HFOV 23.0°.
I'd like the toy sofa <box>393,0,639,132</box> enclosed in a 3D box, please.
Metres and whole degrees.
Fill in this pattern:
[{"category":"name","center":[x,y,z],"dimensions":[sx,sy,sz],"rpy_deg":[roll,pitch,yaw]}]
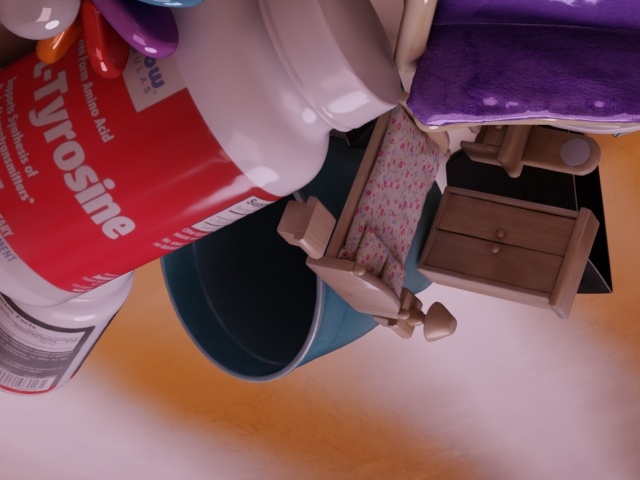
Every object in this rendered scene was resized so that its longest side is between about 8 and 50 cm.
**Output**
[{"category":"toy sofa","center":[0.251,-0.201,1.393],"dimensions":[0.362,0.177,0.150],"rpy_deg":[2,158,-3]}]

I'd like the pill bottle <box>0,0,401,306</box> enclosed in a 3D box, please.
[{"category":"pill bottle","center":[-0.142,-0.114,1.459],"dimensions":[0.407,0.229,0.229],"rpy_deg":[-26,154,20]}]

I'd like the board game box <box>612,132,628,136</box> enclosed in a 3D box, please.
[{"category":"board game box","center":[0.480,-0.229,1.806],"dimensions":[0.317,0.046,0.213],"rpy_deg":[-18,156,5]}]

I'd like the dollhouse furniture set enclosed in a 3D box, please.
[{"category":"dollhouse furniture set","center":[0.148,-0.061,1.588],"dimensions":[0.173,0.303,0.355],"rpy_deg":[13,165,29]}]

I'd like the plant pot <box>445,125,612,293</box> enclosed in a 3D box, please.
[{"category":"plant pot","center":[0.254,-0.035,1.942],"dimensions":[0.167,0.187,0.188],"rpy_deg":[-10,158,20]}]

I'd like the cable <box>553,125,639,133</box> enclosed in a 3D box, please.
[{"category":"cable","center":[0.310,-0.212,1.619],"dimensions":[0.257,0.089,0.257],"rpy_deg":[20,139,-30]}]

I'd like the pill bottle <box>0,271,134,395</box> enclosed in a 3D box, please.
[{"category":"pill bottle","center":[-0.307,0.051,1.792],"dimensions":[0.161,0.161,0.283],"rpy_deg":[-1,152,-28]}]

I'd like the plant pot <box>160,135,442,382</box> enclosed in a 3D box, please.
[{"category":"plant pot","center":[0.000,0.000,1.771],"dimensions":[0.255,0.272,0.271],"rpy_deg":[-13,159,-41]}]

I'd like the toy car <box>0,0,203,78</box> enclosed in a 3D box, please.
[{"category":"toy car","center":[-0.172,-0.206,1.298],"dimensions":[0.182,0.136,0.159],"rpy_deg":[-24,-165,21]}]

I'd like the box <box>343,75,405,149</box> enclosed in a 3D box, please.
[{"category":"box","center":[0.054,-0.147,1.679],"dimensions":[0.052,0.083,0.062],"rpy_deg":[2,150,-37]}]
